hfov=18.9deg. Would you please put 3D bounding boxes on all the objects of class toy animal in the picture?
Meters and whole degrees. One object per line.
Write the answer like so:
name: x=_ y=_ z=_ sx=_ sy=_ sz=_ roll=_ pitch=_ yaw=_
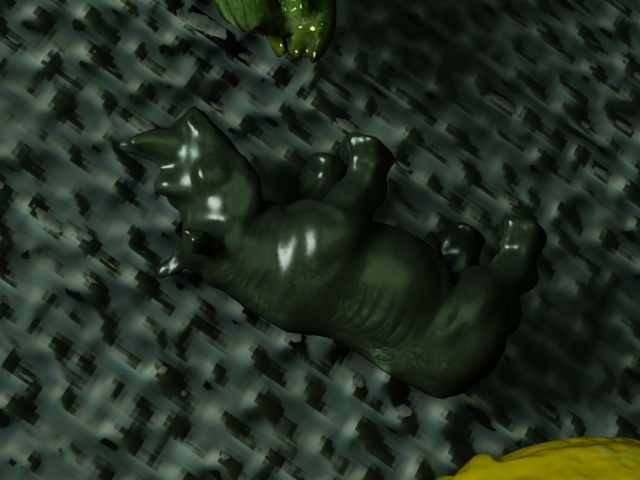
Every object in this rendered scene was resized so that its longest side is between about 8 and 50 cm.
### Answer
toy animal: x=0.000 y=0.000 z=0.587 sx=0.135 sy=0.047 sz=0.065 roll=28 pitch=66 yaw=-16

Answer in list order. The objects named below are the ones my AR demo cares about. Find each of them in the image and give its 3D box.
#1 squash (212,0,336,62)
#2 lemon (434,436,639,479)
squash: x=-0.047 y=-0.206 z=0.645 sx=0.094 sy=0.094 sz=0.341 roll=-12 pitch=68 yaw=-28
lemon: x=0.085 y=0.113 z=0.529 sx=0.155 sy=0.114 sz=0.114 roll=24 pitch=58 yaw=-6
